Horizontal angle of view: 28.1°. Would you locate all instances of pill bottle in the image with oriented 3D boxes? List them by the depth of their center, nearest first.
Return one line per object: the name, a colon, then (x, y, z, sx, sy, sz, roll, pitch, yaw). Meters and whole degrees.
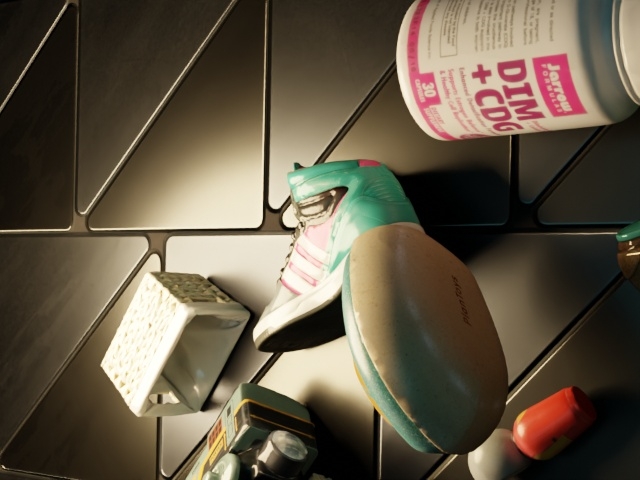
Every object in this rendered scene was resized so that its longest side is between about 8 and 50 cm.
pill bottle: (0.234, -0.191, 1.291, 0.283, 0.160, 0.160, -3, 86, 37)

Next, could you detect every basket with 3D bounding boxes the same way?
basket: (-0.188, 0.129, 1.631, 0.103, 0.113, 0.167, 43, 113, 35)

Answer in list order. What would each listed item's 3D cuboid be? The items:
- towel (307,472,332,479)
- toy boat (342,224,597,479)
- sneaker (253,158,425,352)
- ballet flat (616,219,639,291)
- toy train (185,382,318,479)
towel: (0.059, 0.414, 1.473, 0.282, 0.049, 0.187, 31, 105, 35)
toy boat: (0.133, 0.144, 1.287, 0.148, 0.318, 0.267, -39, 31, 23)
sneaker: (0.000, 0.000, 1.489, 0.295, 0.123, 0.178, -41, 54, 41)
ballet flat: (0.437, -0.013, 1.174, 0.342, 0.116, 0.124, -27, 92, 34)
toy train: (-0.111, 0.331, 1.533, 0.334, 0.142, 0.190, -60, 19, 25)
